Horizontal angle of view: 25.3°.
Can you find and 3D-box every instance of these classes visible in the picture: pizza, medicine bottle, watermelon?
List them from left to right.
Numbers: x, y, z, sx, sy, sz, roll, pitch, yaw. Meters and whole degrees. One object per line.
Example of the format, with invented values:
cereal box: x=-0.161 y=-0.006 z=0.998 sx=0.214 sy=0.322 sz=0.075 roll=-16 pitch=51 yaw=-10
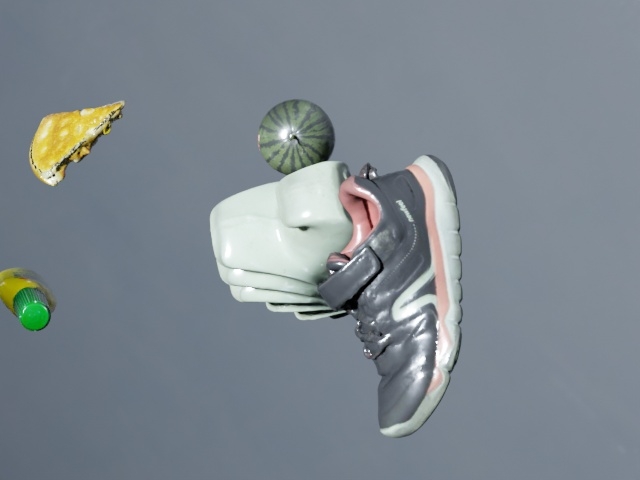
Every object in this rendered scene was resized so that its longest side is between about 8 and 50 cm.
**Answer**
medicine bottle: x=-0.448 y=0.093 z=2.195 sx=0.095 sy=0.064 sz=0.260 roll=24 pitch=-178 yaw=-17
pizza: x=-0.374 y=-0.167 z=2.199 sx=0.036 sy=0.176 sz=0.184 roll=58 pitch=177 yaw=-35
watermelon: x=-0.033 y=-0.137 z=1.909 sx=0.105 sy=0.105 sz=0.133 roll=51 pitch=-175 yaw=-4

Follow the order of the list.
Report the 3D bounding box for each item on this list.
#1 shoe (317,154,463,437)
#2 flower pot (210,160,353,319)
shoe: x=0.066 y=0.053 z=1.444 sx=0.114 sy=0.137 sz=0.290 roll=149 pitch=123 yaw=-72
flower pot: x=0.000 y=0.000 z=2.020 sx=0.368 sy=0.254 sz=0.164 roll=20 pitch=-124 yaw=-56
